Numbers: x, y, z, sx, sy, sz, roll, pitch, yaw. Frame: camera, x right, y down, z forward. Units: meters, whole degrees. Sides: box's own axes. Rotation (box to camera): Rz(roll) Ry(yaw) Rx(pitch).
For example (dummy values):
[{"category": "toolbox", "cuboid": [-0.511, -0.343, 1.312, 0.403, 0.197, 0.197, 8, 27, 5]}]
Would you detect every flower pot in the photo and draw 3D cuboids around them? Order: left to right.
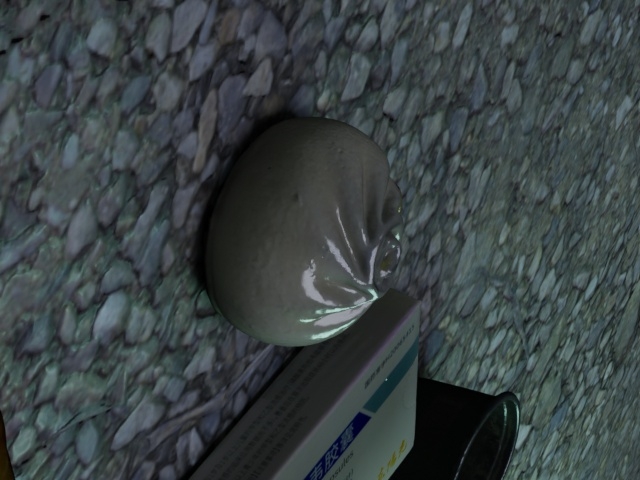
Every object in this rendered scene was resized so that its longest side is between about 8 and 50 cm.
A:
[{"category": "flower pot", "cuboid": [0.117, 0.205, 1.778, 0.157, 0.106, 0.157, -43, 144, -42]}]

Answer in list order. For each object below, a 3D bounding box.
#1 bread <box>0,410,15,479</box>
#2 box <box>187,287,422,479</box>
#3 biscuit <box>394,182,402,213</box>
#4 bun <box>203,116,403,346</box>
[{"category": "bread", "cuboid": [-0.272, 0.090, 0.747, 0.246, 0.176, 0.196, -29, 128, -34]}, {"category": "box", "cuboid": [-0.027, 0.209, 1.517, 0.343, 0.065, 0.200, -48, 151, -38]}, {"category": "biscuit", "cuboid": [0.040, -0.012, 1.512, 0.084, 0.023, 0.084, -47, 150, -39]}, {"category": "bun", "cuboid": [0.000, 0.000, 1.318, 0.173, 0.119, 0.173, -44, 146, -41]}]
